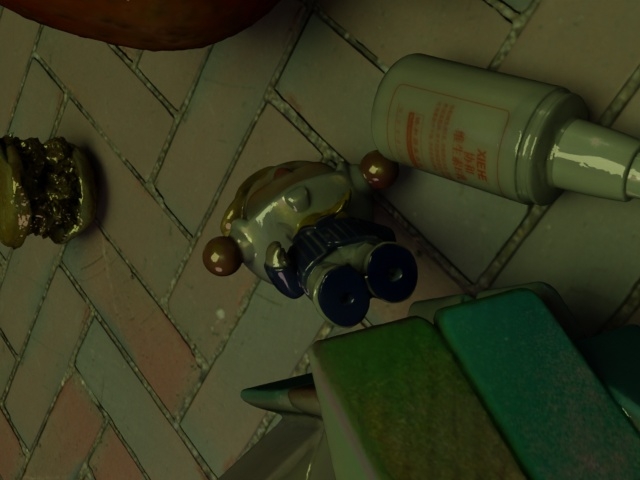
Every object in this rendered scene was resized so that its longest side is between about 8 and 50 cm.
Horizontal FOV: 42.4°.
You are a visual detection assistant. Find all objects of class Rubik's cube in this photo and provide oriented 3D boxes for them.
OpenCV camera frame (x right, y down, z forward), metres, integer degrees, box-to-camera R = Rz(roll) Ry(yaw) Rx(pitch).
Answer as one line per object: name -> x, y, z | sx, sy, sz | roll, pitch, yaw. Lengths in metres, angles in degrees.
Rubik's cube -> 0.115, 0.211, 0.576 | 0.358, 0.387, 0.368 | -19, 49, 61

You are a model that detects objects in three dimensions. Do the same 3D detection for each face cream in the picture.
face cream -> 0.166, -0.081, 0.675 | 0.252, 0.101, 0.101 | 24, 110, 37

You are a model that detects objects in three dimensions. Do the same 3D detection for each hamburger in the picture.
hamburger -> -0.392, -0.073, 1.149 | 0.185, 0.131, 0.159 | 50, 133, 33

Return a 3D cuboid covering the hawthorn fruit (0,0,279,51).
hawthorn fruit -> -0.199, -0.353, 0.747 | 0.403, 0.403, 0.402 | 6, 99, 41

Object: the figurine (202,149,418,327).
figurine -> 0.010, -0.004, 0.755 | 0.274, 0.194, 0.133 | 10, 134, 53
